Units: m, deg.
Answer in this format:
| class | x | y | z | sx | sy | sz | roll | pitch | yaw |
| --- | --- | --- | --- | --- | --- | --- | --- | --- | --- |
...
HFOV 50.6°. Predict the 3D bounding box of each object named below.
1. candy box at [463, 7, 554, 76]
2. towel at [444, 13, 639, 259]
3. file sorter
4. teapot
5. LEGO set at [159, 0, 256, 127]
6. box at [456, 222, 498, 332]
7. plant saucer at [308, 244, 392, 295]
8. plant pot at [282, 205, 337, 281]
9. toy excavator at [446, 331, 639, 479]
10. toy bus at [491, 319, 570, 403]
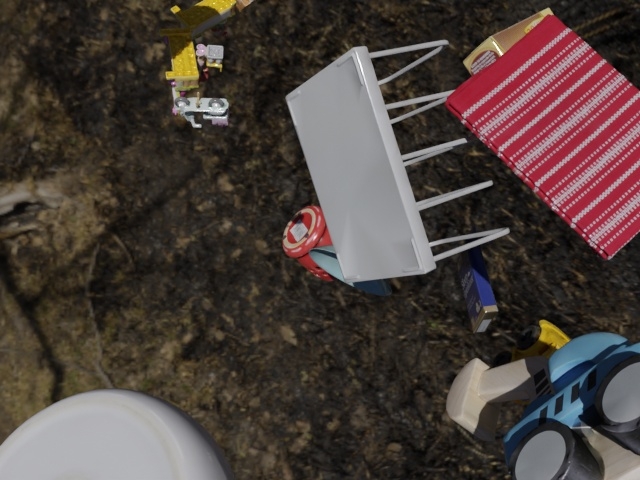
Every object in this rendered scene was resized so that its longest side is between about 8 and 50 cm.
| class | x | y | z | sx | sy | sz | roll | pitch | yaw |
| --- | --- | --- | --- | --- | --- | --- | --- | --- | --- |
| candy box | 0.416 | -0.237 | 1.199 | 0.316 | 0.183 | 0.087 | 57 | 148 | 1 |
| towel | 0.310 | -0.134 | 0.828 | 0.199 | 0.031 | 0.275 | -41 | 80 | -11 |
| file sorter | 0.105 | -0.106 | 0.912 | 0.193 | 0.173 | 0.277 | -14 | 95 | 61 |
| teapot | -0.164 | 0.265 | 0.587 | 0.253 | 0.187 | 0.256 | -10 | 56 | 16 |
| LEGO set | -0.179 | -0.293 | 1.059 | 0.107 | 0.132 | 0.286 | 111 | 171 | -61 |
| box | 0.358 | 0.087 | 1.581 | 0.037 | 0.136 | 0.225 | -6 | 62 | -2 |
| plant saucer | 0.069 | 0.053 | 1.419 | 0.195 | 0.195 | 0.037 | 14 | 69 | 42 |
| plant pot | 0.000 | 0.000 | 1.982 | 0.191 | 0.174 | 0.191 | -30 | 41 | 31 |
| toy excavator | 0.368 | 0.253 | 0.986 | 0.433 | 0.222 | 0.445 | -48 | 11 | 27 |
| toy bus | 0.552 | 0.342 | 1.700 | 0.220 | 0.149 | 0.211 | -47 | 11 | 15 |
